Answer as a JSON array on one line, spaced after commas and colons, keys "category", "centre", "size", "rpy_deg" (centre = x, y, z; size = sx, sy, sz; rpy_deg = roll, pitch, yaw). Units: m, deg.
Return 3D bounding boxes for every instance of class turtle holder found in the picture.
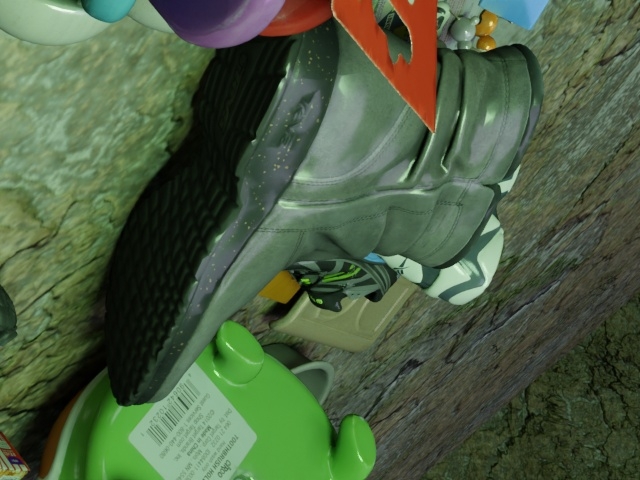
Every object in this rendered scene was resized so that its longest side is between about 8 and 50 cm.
[{"category": "turtle holder", "centre": [-0.088, 0.223, 0.939], "size": [0.320, 0.243, 0.227], "rpy_deg": [26, 150, -34]}]

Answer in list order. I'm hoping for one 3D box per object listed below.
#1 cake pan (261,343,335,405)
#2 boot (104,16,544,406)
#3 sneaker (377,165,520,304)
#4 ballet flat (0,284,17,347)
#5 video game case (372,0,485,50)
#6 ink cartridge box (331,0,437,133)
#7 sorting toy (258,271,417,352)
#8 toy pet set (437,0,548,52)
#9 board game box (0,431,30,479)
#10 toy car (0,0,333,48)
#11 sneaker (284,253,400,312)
[{"category": "cake pan", "centre": [-0.110, 0.218, 1.225], "size": [0.293, 0.054, 0.293], "rpy_deg": [-38, 160, -16]}, {"category": "boot", "centre": [0.000, 0.000, 0.769], "size": [0.222, 0.118, 0.338], "rpy_deg": [9, 131, -34]}, {"category": "sneaker", "centre": [0.084, -0.072, 0.960], "size": [0.094, 0.153, 0.235], "rpy_deg": [-39, -149, 62]}, {"category": "ballet flat", "centre": [-0.262, 0.074, 0.662], "size": [0.173, 0.049, 0.057], "rpy_deg": [-29, -170, -26]}, {"category": "video game case", "centre": [0.056, -0.148, 0.808], "size": [0.183, 0.023, 0.201], "rpy_deg": [-28, 150, -38]}, {"category": "ink cartridge box", "centre": [0.056, -0.184, 0.500], "size": [0.066, 0.233, 0.189], "rpy_deg": [-6, 169, 17]}, {"category": "sorting toy", "centre": [0.042, 0.009, 1.125], "size": [0.229, 0.041, 0.307], "rpy_deg": [-49, 154, 8]}, {"category": "toy pet set", "centre": [0.120, -0.153, 0.796], "size": [0.122, 0.065, 0.114], "rpy_deg": [-11, 138, -54]}, {"category": "board game box", "centre": [-0.322, 0.213, 0.807], "size": [0.193, 0.045, 0.147], "rpy_deg": [-43, 161, -1]}, {"category": "toy car", "centre": [-0.051, -0.139, 0.469], "size": [0.182, 0.136, 0.159], "rpy_deg": [-19, 149, -50]}, {"category": "sneaker", "centre": [0.004, 0.025, 0.966], "size": [0.188, 0.067, 0.078], "rpy_deg": [10, 110, -47]}]
